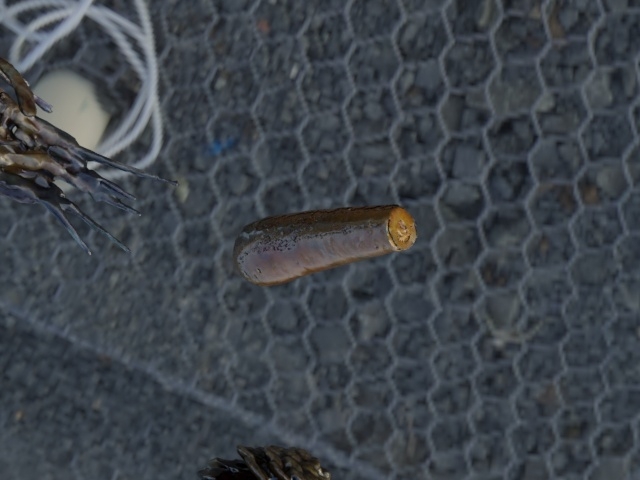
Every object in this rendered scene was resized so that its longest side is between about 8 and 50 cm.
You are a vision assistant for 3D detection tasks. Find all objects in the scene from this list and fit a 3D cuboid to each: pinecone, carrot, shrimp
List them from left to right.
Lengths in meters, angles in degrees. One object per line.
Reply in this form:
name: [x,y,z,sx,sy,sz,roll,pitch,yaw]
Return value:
shrimp: [-0.255,-0.096,1.000,0.343,0.116,0.145,29,136,-7]
pinecone: [-0.068,0.300,1.515,0.204,0.179,0.184,-31,87,-2]
carrot: [0.000,0.000,1.171,0.161,0.055,0.055,-14,124,40]
